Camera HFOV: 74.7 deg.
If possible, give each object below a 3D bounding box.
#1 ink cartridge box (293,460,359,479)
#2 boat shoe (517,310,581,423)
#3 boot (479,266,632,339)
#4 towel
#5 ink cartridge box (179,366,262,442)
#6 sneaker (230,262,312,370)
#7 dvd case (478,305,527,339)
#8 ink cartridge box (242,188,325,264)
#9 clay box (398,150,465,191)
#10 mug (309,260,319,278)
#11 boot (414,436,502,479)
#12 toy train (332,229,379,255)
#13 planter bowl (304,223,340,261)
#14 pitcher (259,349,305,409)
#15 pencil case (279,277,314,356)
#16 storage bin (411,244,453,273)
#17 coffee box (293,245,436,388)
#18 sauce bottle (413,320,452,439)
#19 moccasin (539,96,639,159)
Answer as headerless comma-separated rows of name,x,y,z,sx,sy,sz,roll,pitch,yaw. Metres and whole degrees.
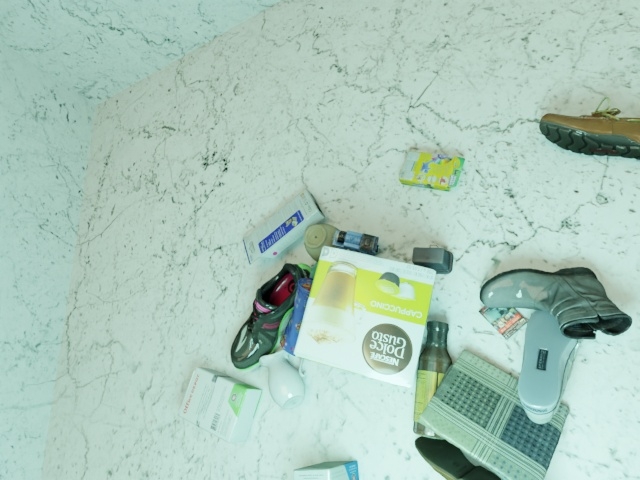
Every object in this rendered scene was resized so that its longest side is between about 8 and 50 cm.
ink cartridge box,0.031,0.843,1.254,0.129,0.223,0.307,-15,65,22
boat shoe,0.646,0.347,1.177,0.136,0.156,0.367,4,44,34
boot,0.636,0.178,1.166,0.339,0.118,0.222,-12,29,14
towel,0.472,0.480,1.153,0.324,0.056,0.312,29,45,28
ink cartridge box,-0.389,0.632,1.629,0.273,0.115,0.198,11,76,31
sneaker,-0.214,0.276,1.622,0.185,0.202,0.482,32,88,34
dvd case,0.575,0.240,1.324,0.087,0.013,0.119,-45,58,6
ink cartridge box,-0.163,-0.049,1.781,0.371,0.069,0.175,-36,42,9
clay box,0.421,-0.260,1.580,0.222,0.053,0.127,16,79,31
mug,0.035,0.133,1.588,0.098,0.129,0.157,9,75,28
boot,0.374,0.659,1.176,0.305,0.112,0.115,14,114,63
toy train,0.133,0.006,1.579,0.184,0.105,0.080,14,77,8
planter bowl,0.000,0.000,1.672,0.162,0.109,0.161,-10,67,25
pitcher,-0.115,0.493,1.544,0.178,0.125,0.207,-31,47,-3
pencil case,-0.059,0.276,1.526,0.133,0.120,0.306,-98,23,-63
storage bin,0.383,0.057,1.453,0.135,0.091,0.098,2,72,28
coffee box,0.154,0.246,1.310,0.338,0.338,0.334,12,77,15
sauce bottle,0.358,0.428,1.310,0.112,0.111,0.344,1,70,29
moccasin,0.895,-0.351,1.309,0.380,0.139,0.146,16,78,32
